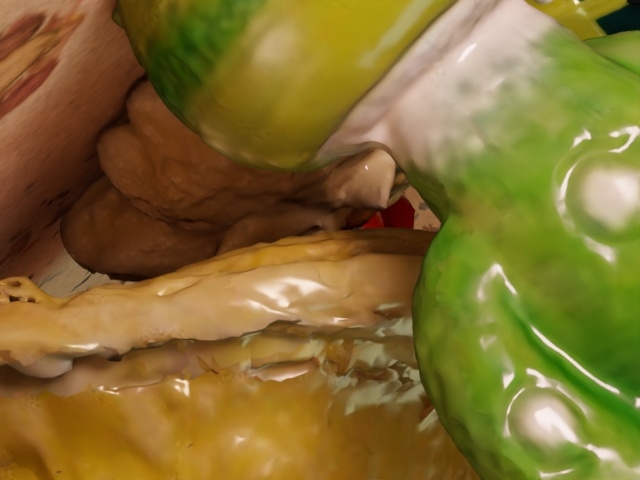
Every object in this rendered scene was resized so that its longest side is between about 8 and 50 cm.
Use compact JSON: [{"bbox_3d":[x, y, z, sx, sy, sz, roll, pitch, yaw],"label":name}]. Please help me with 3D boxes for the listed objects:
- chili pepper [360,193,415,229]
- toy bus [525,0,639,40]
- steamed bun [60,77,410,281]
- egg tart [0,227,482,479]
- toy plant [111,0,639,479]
[{"bbox_3d":[-0.005,-0.001,1.554,0.134,0.131,0.338,-19,-173,14],"label":"chili pepper"},{"bbox_3d":[0.213,-0.145,1.188,0.150,0.128,0.262,-22,146,24],"label":"toy bus"},{"bbox_3d":[0.011,-0.069,0.944,0.292,0.137,0.295,-46,174,17],"label":"steamed bun"},{"bbox_3d":[-0.053,0.106,0.869,0.388,0.169,0.388,-5,164,-1],"label":"egg tart"},{"bbox_3d":[0.087,-0.038,0.680,0.224,0.316,0.184,-41,175,-21],"label":"toy plant"}]
